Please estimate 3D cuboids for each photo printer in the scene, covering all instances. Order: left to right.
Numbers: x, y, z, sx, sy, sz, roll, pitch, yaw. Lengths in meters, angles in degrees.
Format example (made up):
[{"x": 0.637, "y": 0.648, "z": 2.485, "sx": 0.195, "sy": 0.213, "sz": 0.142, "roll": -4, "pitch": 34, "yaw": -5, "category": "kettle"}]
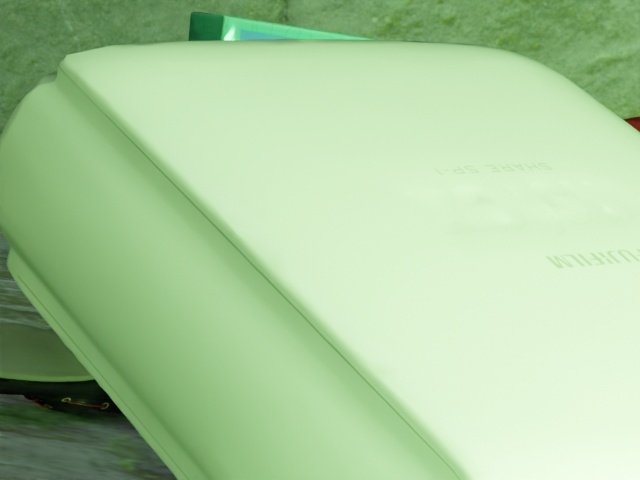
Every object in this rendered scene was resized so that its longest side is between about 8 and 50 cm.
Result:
[{"x": 0.065, "y": 0.043, "z": 0.670, "sx": 0.256, "sy": 0.107, "sz": 0.307, "roll": -4, "pitch": 35, "yaw": -38, "category": "photo printer"}]

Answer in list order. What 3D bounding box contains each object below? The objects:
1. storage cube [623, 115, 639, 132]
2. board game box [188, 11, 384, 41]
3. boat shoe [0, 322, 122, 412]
[{"x": 0.227, "y": 0.048, "z": 0.863, "sx": 0.183, "sy": 0.215, "sz": 0.193, "roll": 12, "pitch": 12, "yaw": 32, "category": "storage cube"}, {"x": 0.000, "y": 0.000, "z": 0.996, "sx": 0.160, "sy": 0.210, "sz": 0.047, "roll": 5, "pitch": 5, "yaw": -26, "category": "board game box"}, {"x": -0.131, "y": 0.068, "z": 0.994, "sx": 0.133, "sy": 0.042, "sz": 0.049, "roll": 3, "pitch": 32, "yaw": -46, "category": "boat shoe"}]
